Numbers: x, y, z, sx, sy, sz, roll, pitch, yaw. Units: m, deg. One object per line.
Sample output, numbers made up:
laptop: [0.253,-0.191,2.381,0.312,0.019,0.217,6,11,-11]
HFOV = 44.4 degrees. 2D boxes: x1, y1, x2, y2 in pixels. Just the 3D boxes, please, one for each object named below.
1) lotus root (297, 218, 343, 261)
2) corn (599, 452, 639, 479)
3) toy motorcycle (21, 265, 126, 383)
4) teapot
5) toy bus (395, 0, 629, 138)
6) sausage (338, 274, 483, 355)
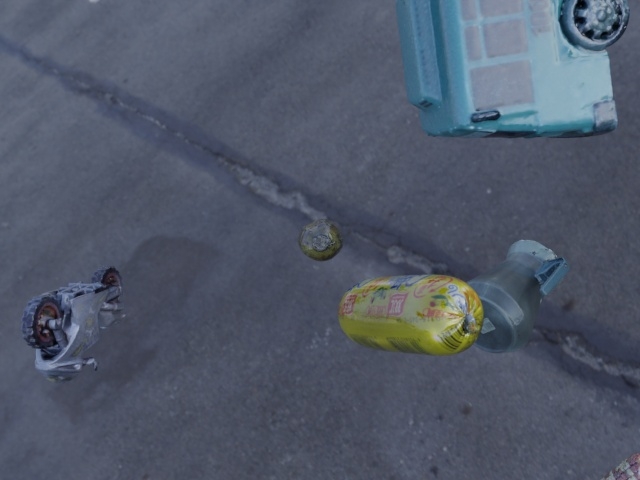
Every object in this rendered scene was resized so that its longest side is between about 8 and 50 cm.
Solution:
lotus root: [0.000,0.000,1.589,0.089,0.081,0.179,-24,6,-4]
corn: [0.563,0.494,1.520,0.237,0.079,0.080,-53,26,35]
toy motorcycle: [-0.316,0.111,1.038,0.080,0.123,0.215,2,12,15]
teapot: [0.400,0.106,1.605,0.225,0.171,0.203,-41,8,-35]
toy bus: [0.128,-0.197,0.578,0.147,0.256,0.128,-8,7,-5]
sausage: [0.134,0.116,1.238,0.123,0.123,0.347,-53,20,-21]
